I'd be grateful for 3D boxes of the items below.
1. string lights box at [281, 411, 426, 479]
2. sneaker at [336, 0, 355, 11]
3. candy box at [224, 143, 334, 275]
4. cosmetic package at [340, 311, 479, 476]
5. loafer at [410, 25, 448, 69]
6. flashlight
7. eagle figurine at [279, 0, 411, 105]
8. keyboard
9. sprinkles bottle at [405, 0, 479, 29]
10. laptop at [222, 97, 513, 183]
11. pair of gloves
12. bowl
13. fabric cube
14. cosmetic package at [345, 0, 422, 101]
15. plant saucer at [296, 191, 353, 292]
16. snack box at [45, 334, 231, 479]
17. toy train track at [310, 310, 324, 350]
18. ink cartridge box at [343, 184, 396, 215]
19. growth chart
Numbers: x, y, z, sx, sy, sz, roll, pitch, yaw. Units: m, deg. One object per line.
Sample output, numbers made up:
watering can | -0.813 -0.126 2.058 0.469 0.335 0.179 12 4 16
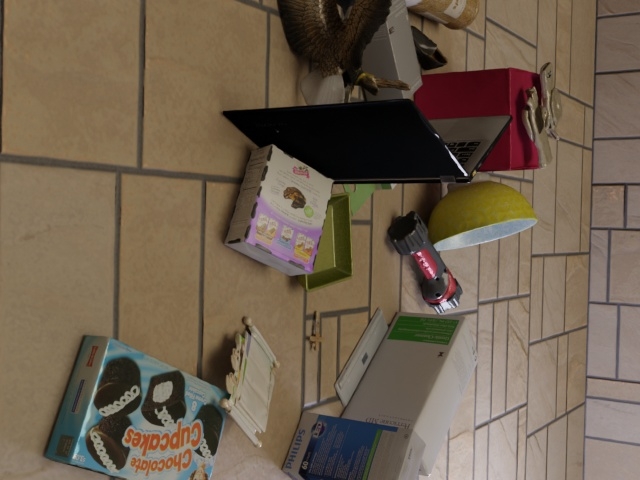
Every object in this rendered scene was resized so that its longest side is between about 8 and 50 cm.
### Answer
string lights box | 0.064 0.432 1.702 0.077 0.259 0.133 52 50 -44
sneaker | 0.043 -0.600 1.802 0.083 0.118 0.222 -6 69 -21
candy box | -0.073 -0.054 1.596 0.164 0.070 0.196 28 67 -35
cosmetic package | 0.215 0.349 2.000 0.366 0.196 0.155 -56 136 -42
loafer | 0.267 -0.491 2.159 0.170 0.061 0.062 31 67 -53
flashlight | 0.261 0.064 2.156 0.304 0.103 0.103 51 25 -42
eagle figurine | 0.044 -0.425 1.682 0.298 0.226 0.225 77 -5 -50
keyboard | 0.098 0.267 1.982 0.256 0.014 0.072 -55 140 -40
sprinkles bottle | 0.274 -0.611 2.111 0.355 0.121 0.121 -3 94 -58
laptop | 0.105 -0.234 1.618 0.408 0.381 0.237 -49 131 -45
pair of gloves | 0.566 -0.320 2.183 0.240 0.042 0.204 -55 132 -44
bowl | 0.404 -0.085 2.225 0.289 0.289 0.156 5 70 -58
fabric cube | 0.413 -0.304 2.218 0.254 0.258 0.259 -8 98 -58
cosmetic package | 0.146 -0.437 1.936 0.127 0.107 0.238 -51 129 -48
plant saucer | 0.000 0.000 1.779 0.188 0.045 0.189 -13 102 -57
snack box | -0.272 0.288 1.349 0.322 0.060 0.187 40 58 -52
toy train track | -0.011 0.191 1.803 0.048 0.014 0.083 15 73 -50
ink cartridge box | 0.125 -0.188 1.960 0.235 0.056 0.171 -53 134 -45
growth chart | -0.125 0.252 1.552 0.237 0.021 0.172 -80 150 -51
